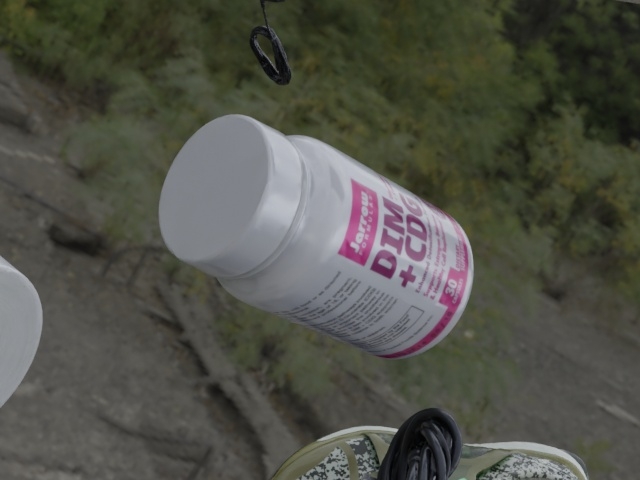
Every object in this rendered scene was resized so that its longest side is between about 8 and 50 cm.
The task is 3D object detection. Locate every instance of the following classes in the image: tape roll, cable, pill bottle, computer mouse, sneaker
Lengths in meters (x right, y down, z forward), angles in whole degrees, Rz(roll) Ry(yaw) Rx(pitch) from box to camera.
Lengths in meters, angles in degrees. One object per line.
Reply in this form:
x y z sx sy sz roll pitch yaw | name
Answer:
-0.484 0.128 1.505 0.100 0.286 0.286 33 10 29 | tape roll
0.045 0.198 0.839 0.047 0.150 0.184 35 40 -2 | cable
0.000 0.000 1.121 0.283 0.160 0.160 25 10 -44 | pill bottle
-0.056 -0.279 1.439 0.071 0.041 0.242 29 -30 23 | computer mouse
0.142 0.294 1.416 0.411 0.158 0.182 -1 -5 -10 | sneaker

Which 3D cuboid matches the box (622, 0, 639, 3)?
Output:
0.210 -0.277 0.959 0.311 0.147 0.121 7 -7 0 | box
